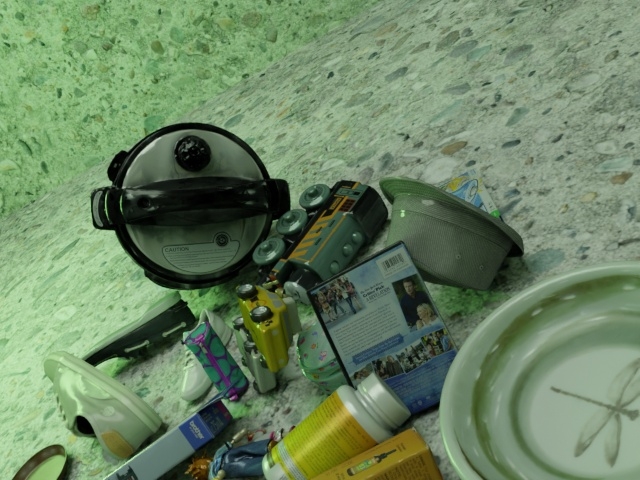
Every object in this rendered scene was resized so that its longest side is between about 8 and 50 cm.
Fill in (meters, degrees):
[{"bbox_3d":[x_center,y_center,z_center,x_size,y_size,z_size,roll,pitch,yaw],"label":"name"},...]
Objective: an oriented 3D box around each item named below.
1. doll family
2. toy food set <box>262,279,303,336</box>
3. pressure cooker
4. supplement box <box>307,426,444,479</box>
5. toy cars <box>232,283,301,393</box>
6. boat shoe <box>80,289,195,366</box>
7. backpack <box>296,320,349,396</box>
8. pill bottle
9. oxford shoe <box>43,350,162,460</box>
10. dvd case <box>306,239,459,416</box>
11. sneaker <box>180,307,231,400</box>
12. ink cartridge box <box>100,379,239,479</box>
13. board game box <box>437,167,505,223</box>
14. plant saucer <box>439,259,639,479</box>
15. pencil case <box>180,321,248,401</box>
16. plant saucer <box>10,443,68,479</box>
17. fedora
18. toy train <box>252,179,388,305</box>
[{"bbox_3d":[-0.141,0.379,1.110,0.163,0.118,0.263,-21,32,26],"label":"doll family"},{"bbox_3d":[-0.072,0.138,1.423,0.019,0.122,0.078,-25,4,-39],"label":"toy food set"},{"bbox_3d":[-0.303,-0.080,1.619,0.370,0.375,0.420,-49,11,-13],"label":"pressure cooker"},{"bbox_3d":[0.047,0.343,0.944,0.233,0.080,0.078,-27,11,-6],"label":"supplement box"},{"bbox_3d":[-0.094,0.172,1.273,0.087,0.176,0.393,-16,-18,-15],"label":"toy cars"},{"bbox_3d":[-0.438,0.236,1.675,0.302,0.091,0.114,-32,9,10],"label":"boat shoe"},{"bbox_3d":[0.052,0.181,1.207,0.182,0.115,0.152,-31,31,15],"label":"backpack"},{"bbox_3d":[0.027,0.296,1.036,0.215,0.117,0.117,-43,28,1],"label":"pill bottle"},{"bbox_3d":[-0.505,0.348,1.513,0.449,0.169,0.130,11,54,47],"label":"oxford shoe"},{"bbox_3d":[0.105,0.151,1.106,0.180,0.253,0.022,-29,-13,14],"label":"dvd case"},{"bbox_3d":[-0.262,0.236,1.483,0.080,0.094,0.212,-18,33,27],"label":"sneaker"},{"bbox_3d":[-0.267,0.368,1.239,0.311,0.065,0.186,-38,-5,-1],"label":"ink cartridge box"},{"bbox_3d":[0.276,-0.057,1.403,0.136,0.035,0.201,-29,29,13],"label":"board game box"},{"bbox_3d":[0.348,0.197,0.877,0.400,0.100,0.400,-26,30,16],"label":"plant saucer"},{"bbox_3d":[-0.202,0.234,1.361,0.064,0.151,0.070,-30,19,2],"label":"pencil case"},{"bbox_3d":[-0.601,0.513,1.501,0.168,0.029,0.168,-27,29,16],"label":"plant saucer"},{"bbox_3d":[0.203,0.008,1.189,0.244,0.275,0.124,10,75,61],"label":"fedora"},{"bbox_3d":[0.000,0.000,1.520,0.190,0.142,0.334,10,52,43],"label":"toy train"}]
